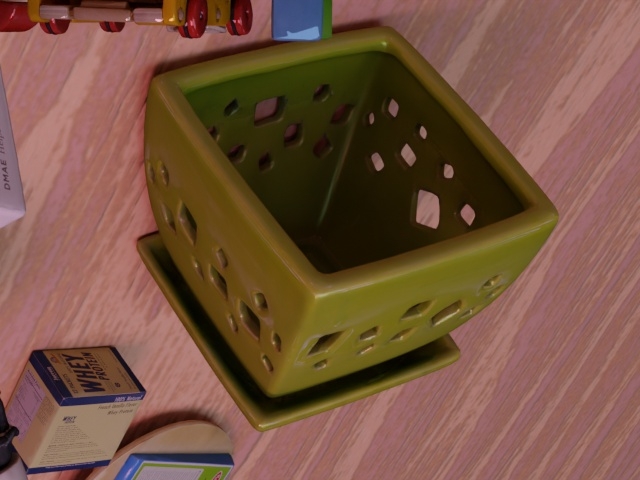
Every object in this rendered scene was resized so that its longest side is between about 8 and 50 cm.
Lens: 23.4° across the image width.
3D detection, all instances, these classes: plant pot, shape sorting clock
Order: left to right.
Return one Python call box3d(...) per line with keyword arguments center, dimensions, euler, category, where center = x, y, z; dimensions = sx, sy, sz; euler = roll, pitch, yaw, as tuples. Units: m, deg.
box3d(center=(-0.164, 0.244, 1.408), dimensions=(0.206, 0.040, 0.206), euler=(-27, 141, -25), category="shape sorting clock")
box3d(center=(0.000, 0.000, 1.151), dimensions=(0.227, 0.228, 0.207), euler=(-17, 146, -32), category="plant pot")

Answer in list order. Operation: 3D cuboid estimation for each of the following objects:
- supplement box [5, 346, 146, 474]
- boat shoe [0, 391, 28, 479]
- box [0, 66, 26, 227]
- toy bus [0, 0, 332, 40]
box3d(center=(-0.200, 0.136, 1.241), dimensions=(0.083, 0.056, 0.083), euler=(0, 128, -45), category="supplement box")
box3d(center=(-0.339, 0.147, 0.969), dimensions=(0.302, 0.114, 0.091), euler=(-14, 98, -4), category="boat shoe")
box3d(center=(-0.265, -0.066, 0.796), dimensions=(0.181, 0.182, 0.119), euler=(-28, 156, 33), category="box")
box3d(center=(-0.102, -0.177, 0.947), dimensions=(0.191, 0.202, 0.104), euler=(-4, 101, -33), category="toy bus")
